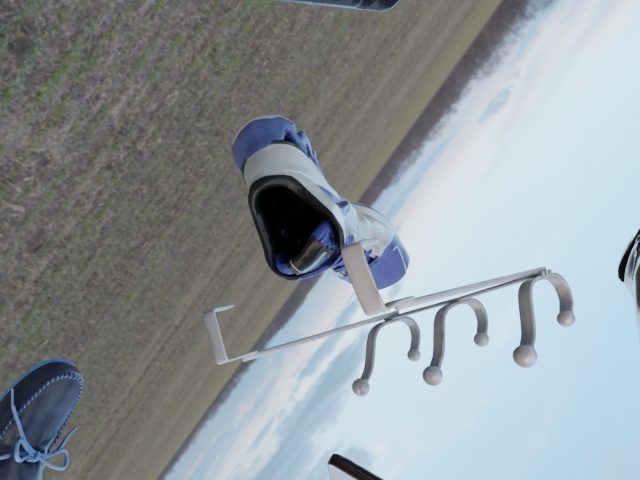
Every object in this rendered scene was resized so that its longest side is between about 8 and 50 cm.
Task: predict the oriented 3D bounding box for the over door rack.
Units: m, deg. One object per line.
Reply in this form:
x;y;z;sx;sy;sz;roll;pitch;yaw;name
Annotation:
0.079;0.097;0.567;0.324;0.108;0.239;8;156;-40;over door rack

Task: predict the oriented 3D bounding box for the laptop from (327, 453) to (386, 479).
0.129;0.460;0.508;0.236;0.382;0.408;-52;151;-32;laptop

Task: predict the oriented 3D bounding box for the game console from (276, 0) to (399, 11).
0.039;-0.267;0.417;0.293;0.173;0.250;-11;143;-34;game console

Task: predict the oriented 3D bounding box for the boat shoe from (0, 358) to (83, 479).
-0.359;0.268;0.661;0.109;0.089;0.258;28;92;-47;boat shoe

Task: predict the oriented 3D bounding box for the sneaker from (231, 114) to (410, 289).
-0.001;-0.001;0.727;0.127;0.315;0.182;-33;-144;20;sneaker

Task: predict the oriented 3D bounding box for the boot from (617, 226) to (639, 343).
0.504;-0.015;0.670;0.445;0.146;0.367;-26;136;-62;boot
